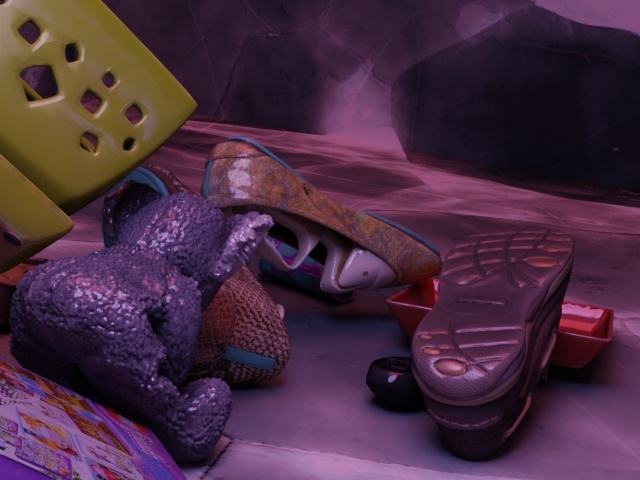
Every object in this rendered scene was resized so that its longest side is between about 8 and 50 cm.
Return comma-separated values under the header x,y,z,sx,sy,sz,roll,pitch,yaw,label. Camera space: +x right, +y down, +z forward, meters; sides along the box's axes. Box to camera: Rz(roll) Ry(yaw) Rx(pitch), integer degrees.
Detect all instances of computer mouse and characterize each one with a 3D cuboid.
x,y,z,sx,sy,sz,roll,pitch,yaw,label
0.129,0.149,1.133,0.071,0.041,0.242,11,7,38,computer mouse

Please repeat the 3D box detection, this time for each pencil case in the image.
x,y,z,sx,sy,sz,roll,pitch,yaw,label
-0.020,0.040,1.454,0.151,0.065,0.070,16,1,38,pencil case

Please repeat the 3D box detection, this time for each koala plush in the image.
x,y,z,sx,sy,sz,roll,pitch,yaw,label
-0.149,0.041,0.919,0.196,0.203,0.221,14,53,25,koala plush

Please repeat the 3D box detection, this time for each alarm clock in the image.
x,y,z,sx,sy,sz,roll,pitch,yaw,label
-0.338,0.060,1.236,0.192,0.064,0.129,-10,20,-42,alarm clock

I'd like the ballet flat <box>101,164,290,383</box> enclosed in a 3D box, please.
x,y,z,sx,sy,sz,roll,pitch,yaw,label
-0.148,0.047,1.251,0.182,0.164,0.483,23,11,-26,ballet flat

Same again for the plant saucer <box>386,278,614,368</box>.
x,y,z,sx,sy,sz,roll,pitch,yaw,label
0.229,0.102,1.286,0.258,0.048,0.259,9,6,16,plant saucer

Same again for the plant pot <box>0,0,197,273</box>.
x,y,z,sx,sy,sz,roll,pitch,yaw,label
-0.288,-0.103,0.934,0.227,0.228,0.207,-21,30,53,plant pot

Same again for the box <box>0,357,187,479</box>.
x,y,z,sx,sy,sz,roll,pitch,yaw,label
-0.184,0.145,0.684,0.200,0.057,0.293,30,-5,-20,box

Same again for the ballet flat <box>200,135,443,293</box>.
x,y,z,sx,sy,sz,roll,pitch,yaw,label
0.000,0.000,1.277,0.348,0.123,0.123,30,3,-24,ballet flat

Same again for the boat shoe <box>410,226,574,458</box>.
x,y,z,sx,sy,sz,roll,pitch,yaw,label
0.180,0.094,1.074,0.132,0.130,0.355,8,28,25,boat shoe
